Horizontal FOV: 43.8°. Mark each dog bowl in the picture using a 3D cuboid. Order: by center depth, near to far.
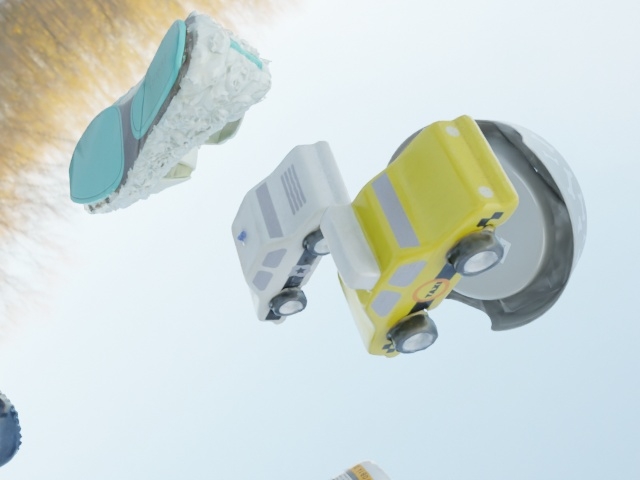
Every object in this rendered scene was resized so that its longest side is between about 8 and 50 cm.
[{"bbox_3d":[0.261,-0.033,1.272,0.348,0.349,0.102,-12,-170,46],"label":"dog bowl"}]

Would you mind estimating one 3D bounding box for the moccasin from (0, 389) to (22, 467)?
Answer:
[{"bbox_3d":[-0.424,0.160,0.873,0.342,0.116,0.138,12,-81,35],"label":"moccasin"}]

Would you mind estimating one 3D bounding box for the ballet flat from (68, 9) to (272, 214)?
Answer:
[{"bbox_3d":[-0.189,-0.125,0.978,0.409,0.147,0.147,-28,-153,51],"label":"ballet flat"}]

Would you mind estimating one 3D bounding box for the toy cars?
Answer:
[{"bbox_3d":[0.000,0.000,0.647,0.393,0.087,0.177,4,-88,63],"label":"toy cars"}]

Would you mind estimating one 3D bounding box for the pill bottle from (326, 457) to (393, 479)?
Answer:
[{"bbox_3d":[-0.016,0.400,0.966,0.278,0.162,0.162,-27,-157,-12],"label":"pill bottle"}]
